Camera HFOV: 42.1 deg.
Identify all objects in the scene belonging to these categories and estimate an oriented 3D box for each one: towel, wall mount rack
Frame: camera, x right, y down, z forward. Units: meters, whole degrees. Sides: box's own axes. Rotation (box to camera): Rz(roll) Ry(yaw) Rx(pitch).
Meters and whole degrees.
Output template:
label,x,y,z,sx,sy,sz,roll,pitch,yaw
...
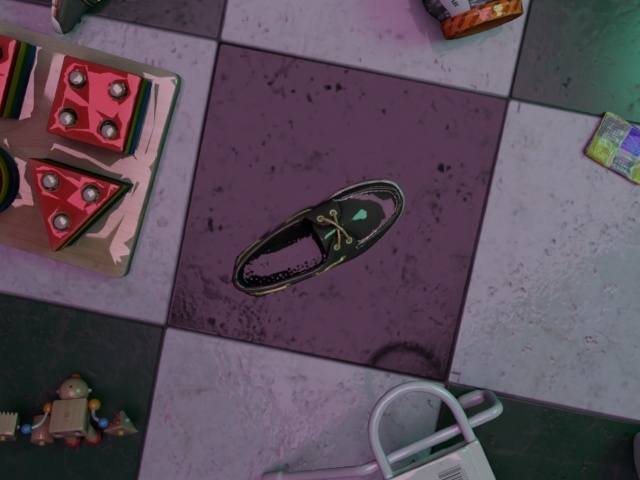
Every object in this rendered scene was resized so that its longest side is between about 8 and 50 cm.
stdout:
label,x,y,z,sx,sy,sz,roll,pitch,yaw
towel,0.361,-0.109,0.987,0.083,0.009,0.060,31,94,-1
wall mount rack,0.108,0.336,0.981,0.304,0.130,0.350,-23,94,0

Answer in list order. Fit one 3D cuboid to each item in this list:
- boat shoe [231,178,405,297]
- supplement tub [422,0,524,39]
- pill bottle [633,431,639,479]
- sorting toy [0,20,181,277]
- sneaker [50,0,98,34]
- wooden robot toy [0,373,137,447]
label,x,y,z,sx,sy,sz,roll,pitch,yaw
boat shoe,0.000,0.000,0.977,0.227,0.069,0.081,-30,94,4
supplement tub,0.155,-0.328,0.921,0.117,0.117,0.190,-16,94,3
pill bottle,0.449,0.256,0.982,0.137,0.078,0.078,-4,95,1
sorting toy,-0.325,-0.108,0.967,0.257,0.089,0.256,16,95,0
sneaker,-0.259,-0.305,0.965,0.065,0.061,0.158,27,96,-7
wooden robot toy,-0.309,0.206,1.019,0.173,0.076,0.079,-4,60,2
